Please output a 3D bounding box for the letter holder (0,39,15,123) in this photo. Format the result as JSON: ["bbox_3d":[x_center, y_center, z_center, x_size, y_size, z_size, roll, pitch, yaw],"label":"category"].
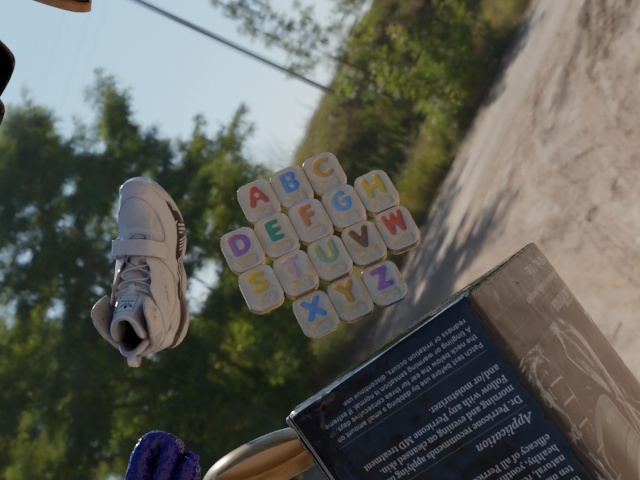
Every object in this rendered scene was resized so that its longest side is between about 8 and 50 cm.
[{"bbox_3d":[-0.540,-0.174,1.452,0.302,0.214,0.152,-25,25,53],"label":"letter holder"}]

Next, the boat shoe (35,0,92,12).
[{"bbox_3d":[-0.353,-0.319,1.124,0.073,0.207,0.073,-95,19,-61],"label":"boat shoe"}]

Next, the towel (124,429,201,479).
[{"bbox_3d":[-0.187,0.334,1.136,0.308,0.076,0.227,112,169,-76],"label":"towel"}]

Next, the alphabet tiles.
[{"bbox_3d":[0.000,0.000,1.518,0.284,0.278,0.021,-23,-23,-8],"label":"alphabet tiles"}]

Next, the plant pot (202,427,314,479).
[{"bbox_3d":[-0.087,0.352,1.588,0.236,0.032,0.236,-21,-26,-11],"label":"plant pot"}]

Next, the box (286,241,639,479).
[{"bbox_3d":[0.275,0.294,1.336,0.297,0.471,0.480,-37,-6,21],"label":"box"}]

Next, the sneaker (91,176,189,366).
[{"bbox_3d":[-0.354,0.067,1.962,0.210,0.137,0.365,-48,-46,-72],"label":"sneaker"}]
